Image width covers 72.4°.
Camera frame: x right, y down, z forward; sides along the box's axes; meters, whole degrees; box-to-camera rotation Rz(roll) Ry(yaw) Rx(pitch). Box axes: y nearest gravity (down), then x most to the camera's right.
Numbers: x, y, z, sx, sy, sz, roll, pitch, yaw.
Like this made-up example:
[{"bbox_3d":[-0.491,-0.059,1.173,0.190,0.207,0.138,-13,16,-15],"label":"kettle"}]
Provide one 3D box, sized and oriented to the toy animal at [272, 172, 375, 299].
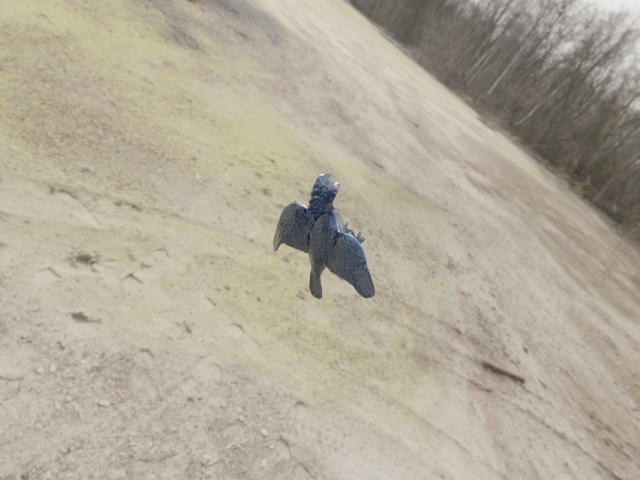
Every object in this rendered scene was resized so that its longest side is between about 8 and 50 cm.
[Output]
[{"bbox_3d":[0.000,0.000,0.798,0.239,0.255,0.176,28,19,35],"label":"toy animal"}]
